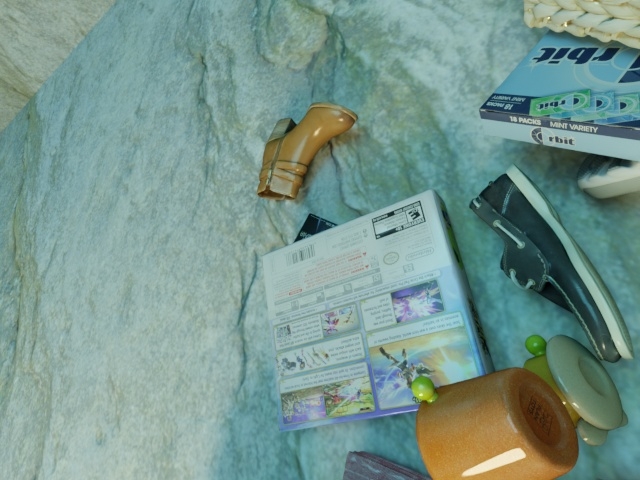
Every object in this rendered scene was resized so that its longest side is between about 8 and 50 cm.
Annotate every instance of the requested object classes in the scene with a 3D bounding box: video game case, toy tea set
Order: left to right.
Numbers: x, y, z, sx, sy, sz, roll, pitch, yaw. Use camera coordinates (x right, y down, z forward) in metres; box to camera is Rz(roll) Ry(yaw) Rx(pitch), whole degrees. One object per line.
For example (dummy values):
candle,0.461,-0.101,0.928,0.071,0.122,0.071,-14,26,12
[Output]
video game case,0.055,0.096,0.535,0.270,0.061,0.244,-21,63,27
toy tea set,0.196,0.241,0.319,0.124,0.200,0.335,-49,46,40

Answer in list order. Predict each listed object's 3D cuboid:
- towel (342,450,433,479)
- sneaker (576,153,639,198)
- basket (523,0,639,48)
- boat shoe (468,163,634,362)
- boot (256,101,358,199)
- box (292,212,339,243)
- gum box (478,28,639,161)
towel,0.093,0.408,0.394,0.237,0.037,0.328,6,74,37
sneaker,0.383,-0.069,0.363,0.282,0.115,0.105,-10,31,51
basket,0.371,-0.339,0.307,0.332,0.266,0.328,-30,40,-1
boat shoe,0.237,0.024,0.443,0.079,0.084,0.232,-38,49,27
boot,-0.028,-0.144,0.712,0.197,0.073,0.152,-3,66,48
box,0.000,0.000,0.657,0.083,0.018,0.067,26,86,40
gum box,0.287,-0.170,0.429,0.184,0.041,0.157,-47,43,-14
